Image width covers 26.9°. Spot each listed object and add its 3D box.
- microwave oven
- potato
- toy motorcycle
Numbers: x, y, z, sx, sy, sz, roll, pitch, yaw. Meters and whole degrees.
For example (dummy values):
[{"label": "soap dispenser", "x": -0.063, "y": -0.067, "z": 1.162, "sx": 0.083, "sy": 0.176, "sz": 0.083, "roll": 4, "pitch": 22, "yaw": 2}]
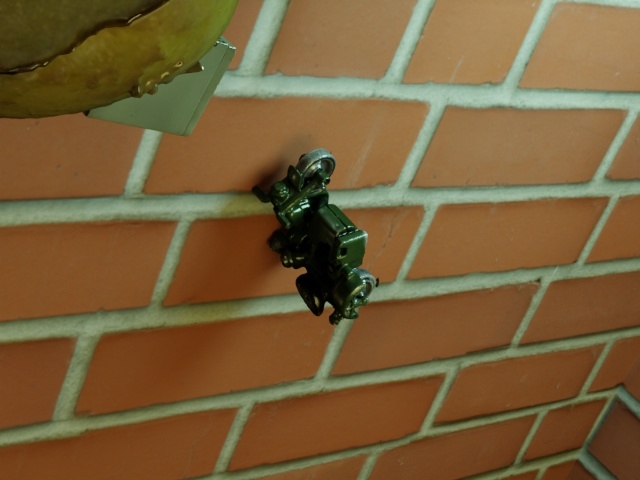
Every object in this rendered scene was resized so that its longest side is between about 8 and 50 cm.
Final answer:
[{"label": "microwave oven", "x": -0.252, "y": -0.255, "z": 1.605, "sx": 0.194, "sy": 0.240, "sz": 0.145, "roll": 12, "pitch": 117, "yaw": -50}, {"label": "potato", "x": -0.289, "y": -0.287, "z": 1.330, "sx": 0.319, "sy": 0.442, "sz": 0.385, "roll": 77, "pitch": 36, "yaw": -76}, {"label": "toy motorcycle", "x": 0.000, "y": 0.000, "z": 2.139, "sx": 0.127, "sy": 0.205, "sz": 0.275, "roll": -27, "pitch": 146, "yaw": -22}]
